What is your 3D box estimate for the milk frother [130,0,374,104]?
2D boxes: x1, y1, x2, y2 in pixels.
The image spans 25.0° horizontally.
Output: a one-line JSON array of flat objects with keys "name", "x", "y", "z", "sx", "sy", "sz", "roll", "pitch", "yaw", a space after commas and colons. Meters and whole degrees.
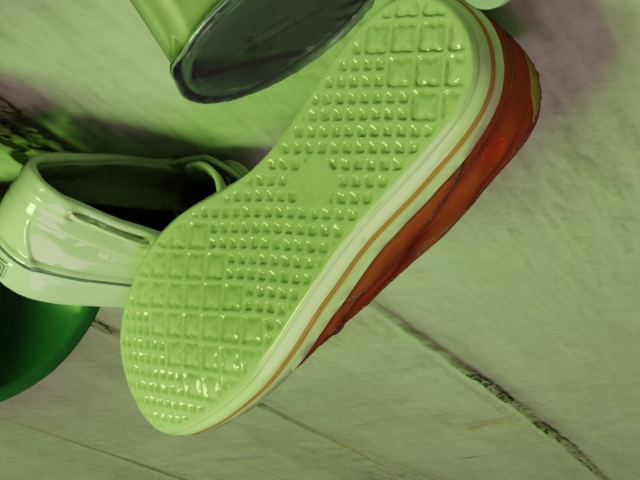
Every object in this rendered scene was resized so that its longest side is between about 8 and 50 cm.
[{"name": "milk frother", "x": -0.030, "y": -0.145, "z": 0.474, "sx": 0.129, "sy": 0.134, "sz": 0.143, "roll": -32, "pitch": 164, "yaw": -7}]

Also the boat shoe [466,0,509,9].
[{"name": "boat shoe", "x": 0.108, "y": -0.148, "z": 0.622, "sx": 0.040, "sy": 0.049, "sz": 0.142, "roll": -29, "pitch": 176, "yaw": -36}]

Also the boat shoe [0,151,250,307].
[{"name": "boat shoe", "x": -0.077, "y": -0.012, "z": 0.917, "sx": 0.267, "sy": 0.096, "sz": 0.088, "roll": 7, "pitch": 133, "yaw": -31}]

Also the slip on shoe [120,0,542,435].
[{"name": "slip on shoe", "x": 0.000, "y": 0.000, "z": 0.808, "sx": 0.101, "sy": 0.123, "sz": 0.331, "roll": 6, "pitch": 135, "yaw": -48}]

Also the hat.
[{"name": "hat", "x": -0.272, "y": -0.005, "z": 0.981, "sx": 0.183, "sy": 0.173, "sz": 0.208, "roll": 36, "pitch": 177, "yaw": 29}]
